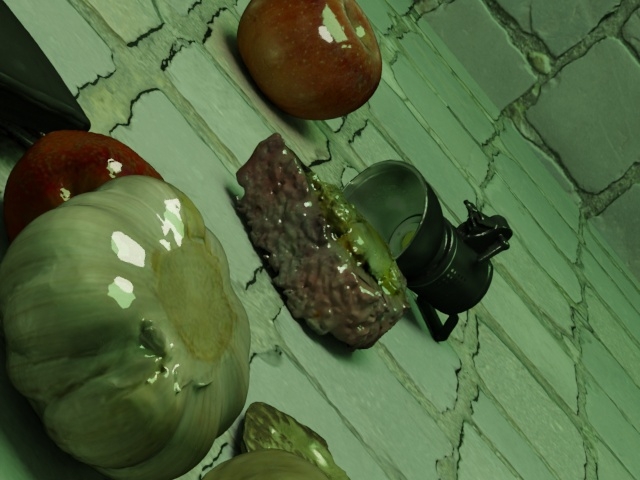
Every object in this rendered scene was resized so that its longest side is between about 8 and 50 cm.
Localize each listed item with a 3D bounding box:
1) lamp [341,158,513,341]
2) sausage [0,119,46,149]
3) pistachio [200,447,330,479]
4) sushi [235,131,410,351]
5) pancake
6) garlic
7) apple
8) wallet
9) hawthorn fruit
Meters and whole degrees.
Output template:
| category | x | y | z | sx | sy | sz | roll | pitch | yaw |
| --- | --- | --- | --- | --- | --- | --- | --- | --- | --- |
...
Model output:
| category | x | y | z | sx | sy | sz | roll | pitch | yaw |
| --- | --- | --- | --- | --- | --- | --- | --- | --- | --- |
| lamp | 0.136 | 0.010 | 2.110 | 0.227 | 0.172 | 0.147 | 33 | 23 | -44 |
| sausage | -0.261 | -0.097 | 1.511 | 0.028 | 0.025 | 0.198 | 23 | -11 | 46 |
| pistachio | -0.041 | 0.224 | 1.266 | 0.136 | 0.136 | 0.226 | 48 | 11 | -13 |
| sushi | 0.010 | 0.007 | 1.892 | 0.241 | 0.107 | 0.161 | 60 | 14 | 26 |
| pancake | 0.005 | 0.239 | 1.512 | 0.235 | 0.029 | 0.212 | 56 | 17 | 15 |
| garlic | -0.144 | 0.068 | 1.249 | 0.228 | 0.152 | 0.228 | 43 | 40 | -52 |
| apple | -0.018 | -0.250 | 2.275 | 0.201 | 0.162 | 0.201 | 53 | 21 | -31 |
| wallet | -0.346 | -0.235 | 1.486 | 0.377 | 0.051 | 0.197 | 51 | 14 | 26 |
| hawthorn fruit | -0.193 | -0.026 | 1.381 | 0.133 | 0.133 | 0.138 | 44 | 2 | -26 |
